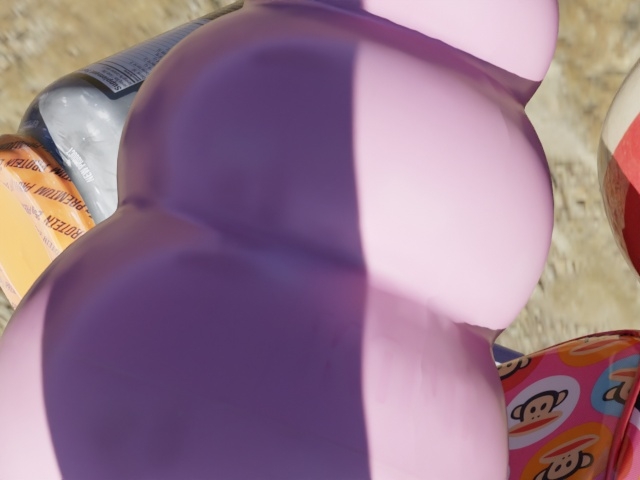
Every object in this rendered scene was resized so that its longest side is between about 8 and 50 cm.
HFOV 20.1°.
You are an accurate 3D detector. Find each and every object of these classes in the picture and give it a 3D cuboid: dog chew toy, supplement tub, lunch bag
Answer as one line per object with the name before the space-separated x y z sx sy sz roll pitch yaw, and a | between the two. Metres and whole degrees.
dog chew toy | 0.000 0.000 0.720 0.206 0.206 0.332 18 80 13
supplement tub | -0.069 -0.054 1.237 0.316 0.193 0.193 -28 71 -25
lunch bag | 0.090 0.191 1.120 0.293 0.258 0.120 -23 110 33

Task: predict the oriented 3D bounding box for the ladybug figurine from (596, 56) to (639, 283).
ladybug figurine | 0.358 -0.051 1.202 0.305 0.449 0.162 21 55 -17

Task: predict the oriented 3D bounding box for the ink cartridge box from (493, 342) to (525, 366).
ink cartridge box | 0.023 0.093 1.556 0.307 0.303 0.072 -20 57 46
